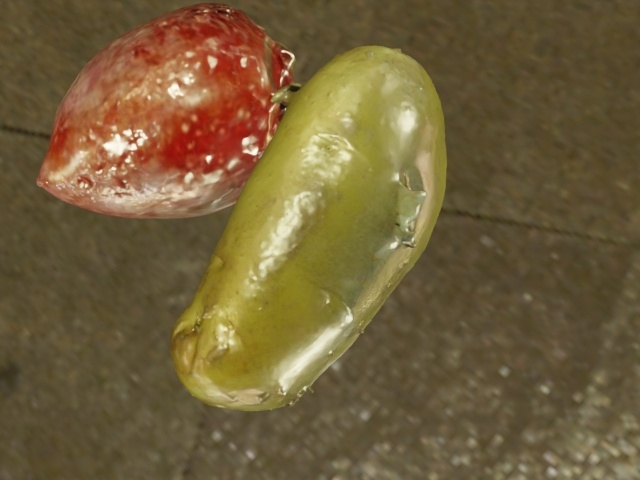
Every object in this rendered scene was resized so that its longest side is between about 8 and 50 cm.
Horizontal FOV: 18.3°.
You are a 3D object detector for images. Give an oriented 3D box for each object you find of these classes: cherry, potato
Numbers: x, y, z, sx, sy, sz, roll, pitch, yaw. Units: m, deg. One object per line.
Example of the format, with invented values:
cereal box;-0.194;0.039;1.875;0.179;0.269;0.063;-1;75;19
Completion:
cherry;-0.131;-0.102;1.711;0.249;0.192;0.175;-27;89;-8
potato;0.000;0.000;0.926;0.188;0.085;0.105;-55;130;-11
